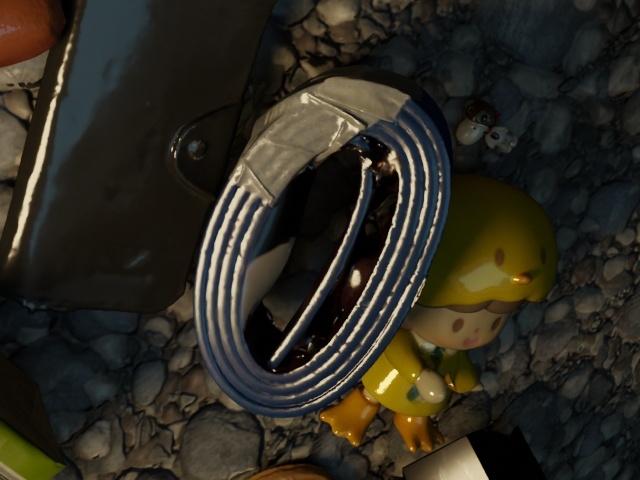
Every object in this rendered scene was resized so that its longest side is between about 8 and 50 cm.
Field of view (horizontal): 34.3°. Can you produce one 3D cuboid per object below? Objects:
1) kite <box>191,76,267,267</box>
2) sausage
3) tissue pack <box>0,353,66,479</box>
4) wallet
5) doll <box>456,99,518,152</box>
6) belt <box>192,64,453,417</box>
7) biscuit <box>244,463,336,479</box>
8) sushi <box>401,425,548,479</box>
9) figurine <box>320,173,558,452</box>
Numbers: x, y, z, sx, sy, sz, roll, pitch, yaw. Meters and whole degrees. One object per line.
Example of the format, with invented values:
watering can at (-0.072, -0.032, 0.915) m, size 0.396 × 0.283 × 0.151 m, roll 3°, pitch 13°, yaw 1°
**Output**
kite at (-0.122, -0.054, 1.048) m, size 0.229 × 0.012 × 0.250 m, roll 29°, pitch 101°, yaw -37°
sausage at (-0.303, -0.165, 0.839) m, size 0.194 × 0.077 × 0.077 m, roll -23°, pitch 127°, yaw -16°
tissue pack at (-0.409, 0.203, 0.938) m, size 0.274 × 0.167 × 0.200 m, roll -39°, pitch 128°, yaw -3°
wallet at (-0.172, -0.099, 0.961) m, size 0.197 × 0.051 × 0.378 m, roll 9°, pitch 111°, yaw -31°
doll at (0.191, -0.127, 1.170) m, size 0.085 × 0.040 × 0.058 m, roll 6°, pitch 127°, yaw -28°
belt at (0.000, 0.000, 1.012) m, size 0.212 × 0.117 × 0.347 m, roll 25°, pitch 108°, yaw 1°
biscuit at (-0.084, 0.404, 1.326) m, size 0.202 × 0.044 × 0.289 m, roll 23°, pitch 106°, yaw -37°
sushi at (0.198, 0.383, 1.351) m, size 0.212 × 0.215 × 0.227 m, roll -34°, pitch 161°, yaw 20°
figurine at (0.131, 0.086, 1.177) m, size 0.215 × 0.187 × 0.344 m, roll 2°, pitch 123°, yaw -41°
